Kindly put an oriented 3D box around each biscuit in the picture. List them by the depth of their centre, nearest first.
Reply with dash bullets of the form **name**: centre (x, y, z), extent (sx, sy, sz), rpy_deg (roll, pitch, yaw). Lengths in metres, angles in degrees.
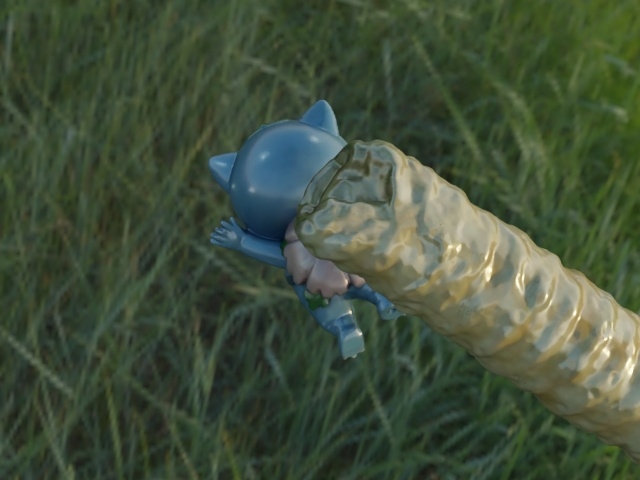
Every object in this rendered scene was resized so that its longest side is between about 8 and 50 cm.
- **biscuit**: centre (0.088, 0.035, 0.658), extent (0.219, 0.055, 0.061), rpy_deg (34, 44, -15)

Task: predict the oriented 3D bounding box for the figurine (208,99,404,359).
- **figurine**: centre (0.005, -0.001, 1.152), extent (0.144, 0.114, 0.178), rpy_deg (28, 30, -58)
